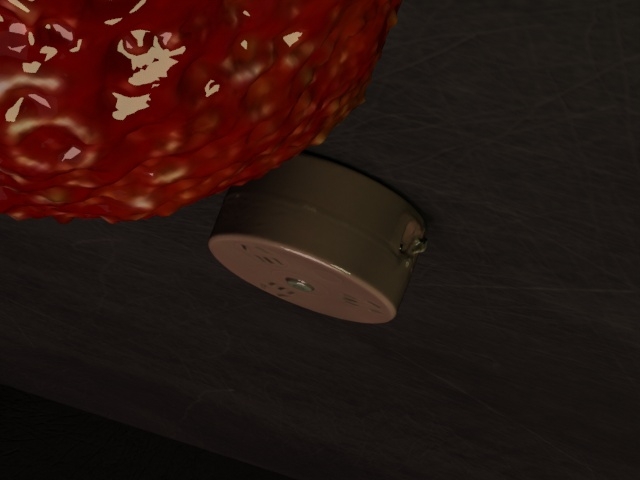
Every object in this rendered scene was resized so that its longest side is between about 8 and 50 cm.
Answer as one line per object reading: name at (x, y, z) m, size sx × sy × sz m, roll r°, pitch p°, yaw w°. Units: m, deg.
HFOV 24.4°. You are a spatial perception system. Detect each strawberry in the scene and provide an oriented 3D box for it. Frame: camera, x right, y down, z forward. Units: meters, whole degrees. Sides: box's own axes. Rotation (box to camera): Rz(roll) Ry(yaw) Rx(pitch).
strawberry at (-0.078, -0.120, 0.444) m, size 0.257 × 0.257 × 0.277 m, roll 6°, pitch 160°, yaw 44°

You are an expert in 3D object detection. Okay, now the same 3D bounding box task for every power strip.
power strip at (0.000, 0.000, 1.083) m, size 0.154 × 0.078 × 0.154 m, roll 21°, pitch 164°, yaw 6°
